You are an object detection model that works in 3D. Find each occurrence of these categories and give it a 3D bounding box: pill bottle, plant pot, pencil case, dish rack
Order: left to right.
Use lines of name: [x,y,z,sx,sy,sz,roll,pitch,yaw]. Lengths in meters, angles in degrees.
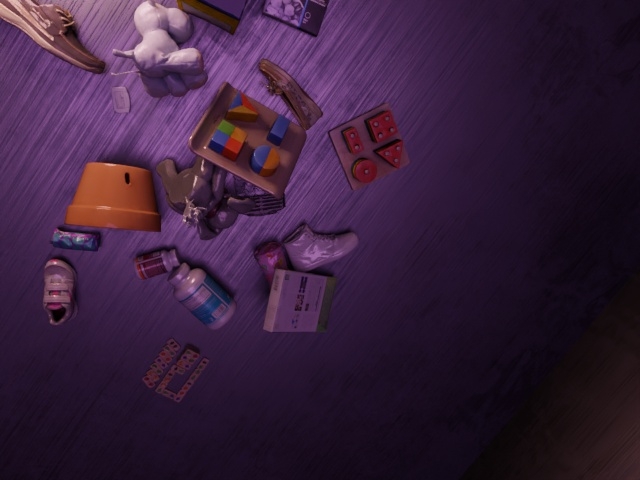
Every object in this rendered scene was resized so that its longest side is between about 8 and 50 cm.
pencil case: [-0.858,-0.001,1.578,0.151,0.065,0.070,7,131,-17]
plant pot: [-0.672,-0.139,1.480,0.290,0.291,0.204,4,91,-15]
pill bottle: [-0.602,0.085,1.659,0.151,0.086,0.086,-17,111,-8]
pill bottle: [-0.453,0.207,1.705,0.146,0.146,0.264,-40,112,1]
dish rack: [-0.226,-0.219,1.661,0.208,0.074,0.272,-7,110,-11]
pencil case: [-0.167,0.148,1.773,0.124,0.124,0.284,-21,113,-7]

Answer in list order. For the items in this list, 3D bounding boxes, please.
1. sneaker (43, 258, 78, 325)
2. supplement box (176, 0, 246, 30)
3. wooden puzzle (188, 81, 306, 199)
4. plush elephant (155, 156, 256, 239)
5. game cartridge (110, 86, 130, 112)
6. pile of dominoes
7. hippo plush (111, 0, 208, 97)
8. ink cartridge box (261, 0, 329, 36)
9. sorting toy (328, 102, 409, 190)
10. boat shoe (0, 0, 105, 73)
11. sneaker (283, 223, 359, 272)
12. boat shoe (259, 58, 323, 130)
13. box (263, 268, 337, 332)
sneaker: [-0.928,0.192,1.598,0.102,0.111,0.253,-5,109,-13]
supplement box: [-0.302,-0.757,1.310,0.194,0.356,0.195,20,102,-20]
wooden puzzle: [-0.221,-0.348,1.506,0.347,0.080,0.322,30,57,-18]
plush elephant: [-0.379,-0.146,1.554,0.271,0.330,0.255,-26,148,18]
game cartridge: [-0.666,-0.469,1.499,0.055,0.017,0.083,-4,109,-9]
pile of dominoes: [-0.595,0.539,1.836,0.196,0.040,0.251,34,97,-22]
hippo plush: [-0.511,-0.610,1.421,0.294,0.234,0.237,-4,78,-28]
ink cartridge box: [-0.070,-0.832,1.514,0.206,0.045,0.208,15,102,-18]
sorting toy: [0.200,-0.350,1.716,0.257,0.089,0.256,-27,112,-4]
boat shoe: [-0.809,-0.645,1.343,0.355,0.132,0.130,33,98,-23]
sneaker: [0.000,0.000,1.772,0.292,0.108,0.169,-26,115,-3]
boat shoe: [-0.114,-0.512,1.576,0.285,0.104,0.089,40,92,-23]
box: [-0.071,0.240,1.750,0.322,0.058,0.233,14,88,-48]
